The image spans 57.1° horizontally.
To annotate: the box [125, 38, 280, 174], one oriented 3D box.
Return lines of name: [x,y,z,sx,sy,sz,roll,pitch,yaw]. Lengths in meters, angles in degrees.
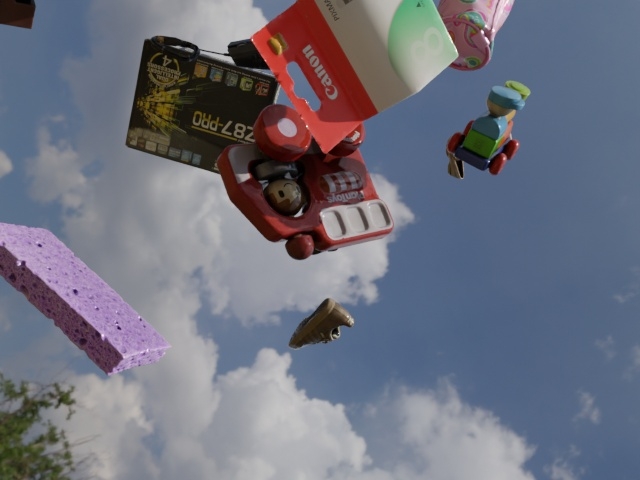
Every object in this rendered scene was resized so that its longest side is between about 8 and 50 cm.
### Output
box: [-0.340,-0.375,1.713,0.395,0.097,0.318,17,-70,-2]

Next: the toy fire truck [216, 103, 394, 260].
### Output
toy fire truck: [-0.022,-0.096,1.062,0.169,0.302,0.254,-39,-111,50]

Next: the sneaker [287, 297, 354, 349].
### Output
sneaker: [-0.003,0.181,1.148,0.071,0.066,0.188,35,-38,-4]

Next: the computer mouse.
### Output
computer mouse: [-0.172,-0.340,1.030,0.041,0.242,0.071,109,-23,-49]

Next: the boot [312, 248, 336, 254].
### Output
boot: [0.000,0.000,1.496,0.106,0.114,0.037,3,-70,4]

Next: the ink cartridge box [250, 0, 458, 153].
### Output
ink cartridge box: [0.051,-0.245,0.739,0.181,0.225,0.056,55,-18,-27]

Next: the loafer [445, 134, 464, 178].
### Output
loafer: [0.331,-0.200,1.419,0.039,0.045,0.125,40,-20,35]

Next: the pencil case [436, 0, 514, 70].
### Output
pencil case: [0.281,-0.429,1.014,0.124,0.124,0.284,4,-122,45]

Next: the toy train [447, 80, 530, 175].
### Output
toy train: [0.339,-0.231,1.088,0.105,0.248,0.143,32,-52,16]

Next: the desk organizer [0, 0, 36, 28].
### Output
desk organizer: [-0.438,-0.374,0.849,0.130,0.050,0.047,-49,-125,43]

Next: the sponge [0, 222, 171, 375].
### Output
sponge: [-0.263,0.059,0.630,0.210,0.117,0.031,41,-88,8]
